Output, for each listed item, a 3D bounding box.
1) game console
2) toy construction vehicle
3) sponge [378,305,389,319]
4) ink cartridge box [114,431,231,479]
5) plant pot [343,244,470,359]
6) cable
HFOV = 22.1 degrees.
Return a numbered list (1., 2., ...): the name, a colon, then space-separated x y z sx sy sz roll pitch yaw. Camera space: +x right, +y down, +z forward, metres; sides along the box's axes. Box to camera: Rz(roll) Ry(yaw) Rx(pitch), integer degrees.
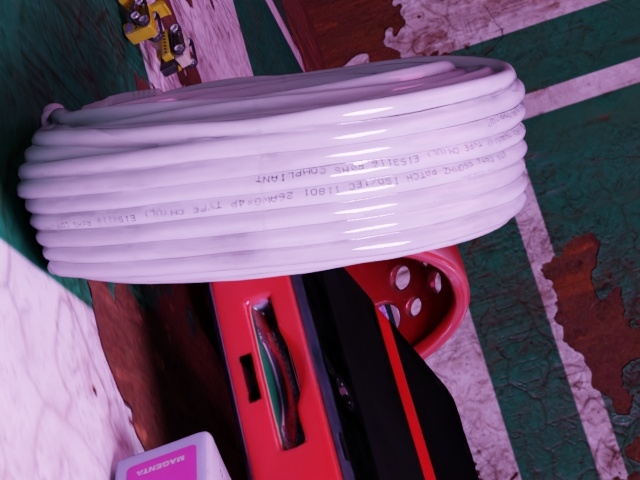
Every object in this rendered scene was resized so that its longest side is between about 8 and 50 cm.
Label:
1. game console: 0.051 0.193 0.991 0.342 0.060 0.387 50 20 -52
2. toy construction vehicle: -0.135 -0.172 1.283 0.086 0.035 0.098 49 19 -48
3. sponge: 0.032 0.169 1.388 0.031 0.117 0.210 10 -58 63
4. ink cartridge box: -0.041 0.249 0.737 0.311 0.065 0.186 -103 172 -62
5. plant pot: 0.000 0.000 1.261 0.191 0.191 0.174 64 5 -54
6. cable: -0.023 -0.036 0.823 0.257 0.257 0.089 -98 -179 -82
